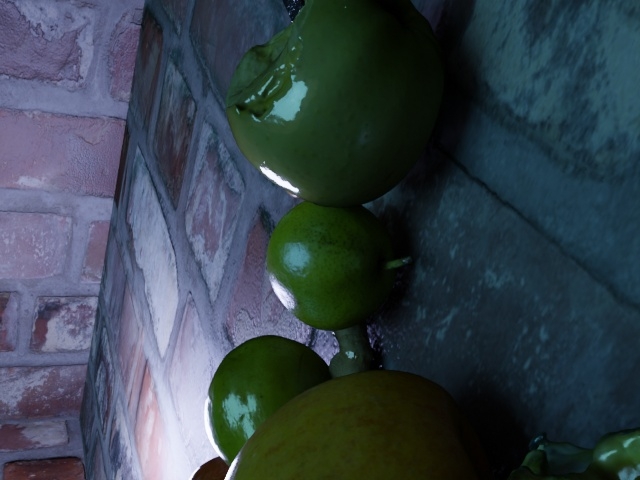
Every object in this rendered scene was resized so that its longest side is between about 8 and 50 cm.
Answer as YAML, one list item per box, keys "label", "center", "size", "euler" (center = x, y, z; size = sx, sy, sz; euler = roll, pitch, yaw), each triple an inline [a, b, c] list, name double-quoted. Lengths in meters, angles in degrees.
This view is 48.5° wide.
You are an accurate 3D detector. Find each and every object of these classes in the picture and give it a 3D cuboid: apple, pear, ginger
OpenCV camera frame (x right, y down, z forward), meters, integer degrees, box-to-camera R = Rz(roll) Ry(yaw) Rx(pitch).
- label: "apple"
  center: [0.054, 0.284, 0.710]
  size: [0.275, 0.299, 0.299]
  euler: [-35, 40, 1]
- label: "apple"
  center: [0.023, -0.177, 0.865]
  size: [0.279, 0.279, 0.278]
  euler: [-10, 79, 63]
- label: "pear"
  center: [-0.069, 0.250, 1.054]
  size: [0.269, 0.213, 0.212]
  euler: [-134, 52, -62]
- label: "ginger"
  center: [0.051, 0.206, 0.965]
  size: [0.089, 0.075, 0.287]
  euler: [-34, 49, 31]
- label: "pear"
  center: [0.034, 0.031, 0.934]
  size: [0.216, 0.166, 0.180]
  euler: [3, 115, 32]

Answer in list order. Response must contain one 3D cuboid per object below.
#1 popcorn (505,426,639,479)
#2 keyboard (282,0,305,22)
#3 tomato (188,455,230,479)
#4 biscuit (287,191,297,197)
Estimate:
- label: "popcorn"
  center: [0.204, 0.218, 0.527]
  size: [0.198, 0.198, 0.212]
  euler: [-121, 18, -48]
- label: "keyboard"
  center: [-0.038, -0.423, 1.250]
  size: [0.093, 0.025, 0.230]
  euler: [115, 145, -42]
- label: "tomato"
  center: [-0.123, 0.452, 1.162]
  size: [0.208, 0.185, 0.208]
  euler: [-7, 82, 56]
- label: "biscuit"
  center: [-0.034, -0.157, 1.190]
  size: [0.170, 0.050, 0.170]
  euler: [-13, 75, 62]
